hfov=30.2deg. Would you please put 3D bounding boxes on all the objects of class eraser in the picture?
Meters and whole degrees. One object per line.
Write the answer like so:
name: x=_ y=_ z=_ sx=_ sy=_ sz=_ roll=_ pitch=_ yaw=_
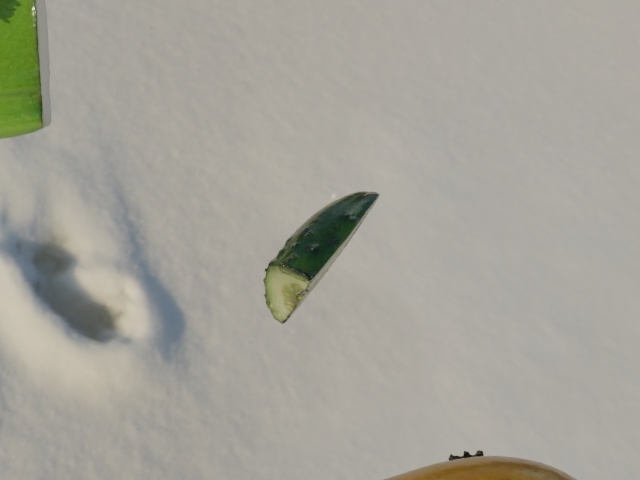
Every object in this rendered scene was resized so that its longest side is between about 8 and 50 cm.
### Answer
eraser: x=-0.414 y=-0.198 z=1.199 sx=0.274 sy=0.210 sz=0.092 roll=-5 pitch=16 yaw=-13

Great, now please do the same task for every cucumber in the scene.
cucumber: x=0.000 y=0.000 z=0.815 sx=0.035 sy=0.067 sz=0.107 roll=35 pitch=54 yaw=6

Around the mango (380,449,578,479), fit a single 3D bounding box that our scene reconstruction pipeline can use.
mango: x=0.079 y=0.253 z=0.828 sx=0.257 sy=0.187 sz=0.138 roll=-7 pitch=-2 yaw=-9
